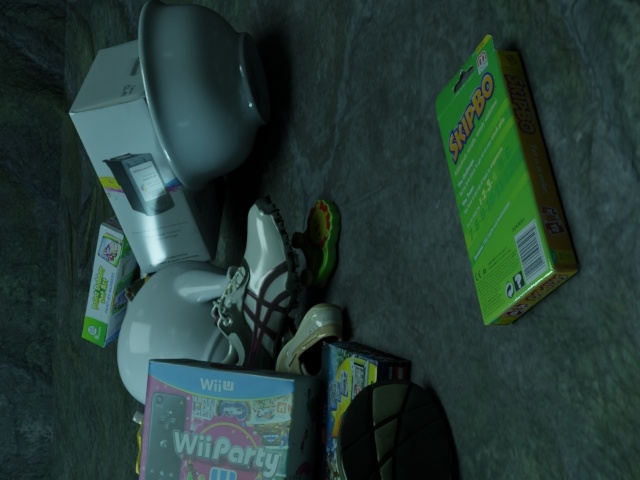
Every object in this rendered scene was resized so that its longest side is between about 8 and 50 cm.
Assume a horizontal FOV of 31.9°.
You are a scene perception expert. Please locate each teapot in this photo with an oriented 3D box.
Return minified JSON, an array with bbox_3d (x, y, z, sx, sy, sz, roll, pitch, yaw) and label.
[{"bbox_3d":[-0.165,0.164,1.669,0.187,0.256,0.252,19,84,28],"label":"teapot"}]

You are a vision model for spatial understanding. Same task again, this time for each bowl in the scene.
[{"bbox_3d":[-0.158,-0.230,1.681,0.298,0.134,0.297,-12,-90,-80],"label":"bowl"}]

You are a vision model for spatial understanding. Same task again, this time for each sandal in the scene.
[{"bbox_3d":[0.081,0.293,1.167,0.086,0.120,0.302,110,154,-66],"label":"sandal"}]

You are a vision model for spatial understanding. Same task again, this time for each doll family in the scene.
[{"bbox_3d":[-0.258,0.083,1.801,0.076,0.111,0.193,53,-169,-33],"label":"doll family"}]

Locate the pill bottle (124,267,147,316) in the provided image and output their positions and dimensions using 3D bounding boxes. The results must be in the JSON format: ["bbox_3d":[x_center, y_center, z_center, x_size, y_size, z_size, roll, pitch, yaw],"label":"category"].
[{"bbox_3d":[-0.287,0.130,2.028,0.131,0.131,0.229,-125,43,-55],"label":"pill bottle"}]

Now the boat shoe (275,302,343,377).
[{"bbox_3d":[-0.015,0.157,1.464,0.059,0.063,0.170,-103,27,-45],"label":"boat shoe"}]

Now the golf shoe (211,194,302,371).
[{"bbox_3d":[-0.087,0.076,1.505,0.105,0.120,0.272,-126,31,-68],"label":"golf shoe"}]

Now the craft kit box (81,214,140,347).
[{"bbox_3d":[-0.340,0.038,2.076,0.250,0.061,0.246,-45,-23,-59],"label":"craft kit box"}]

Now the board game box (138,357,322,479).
[{"bbox_3d":[-0.120,0.313,1.429,0.224,0.097,0.303,4,87,27],"label":"board game box"}]

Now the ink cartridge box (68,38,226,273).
[{"bbox_3d":[-0.259,-0.137,1.760,0.226,0.131,0.306,-86,-20,-55],"label":"ink cartridge box"}]

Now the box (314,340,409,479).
[{"bbox_3d":[0.046,0.245,1.334,0.159,0.044,0.233,-170,83,-67],"label":"box"}]

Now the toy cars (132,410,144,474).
[{"bbox_3d":[-0.256,0.235,1.894,0.176,0.087,0.393,-43,-29,-60],"label":"toy cars"}]

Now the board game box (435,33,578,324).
[{"bbox_3d":[0.172,-0.061,1.078,0.124,0.039,0.259,129,135,-54],"label":"board game box"}]

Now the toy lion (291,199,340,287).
[{"bbox_3d":[0.000,0.000,1.492,0.096,0.034,0.100,-51,42,44],"label":"toy lion"}]
